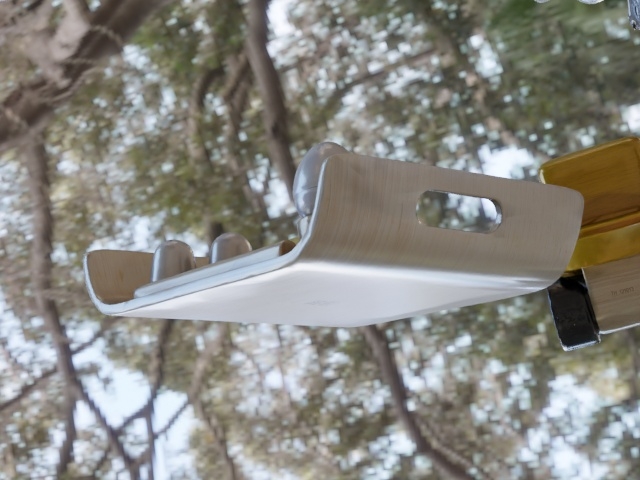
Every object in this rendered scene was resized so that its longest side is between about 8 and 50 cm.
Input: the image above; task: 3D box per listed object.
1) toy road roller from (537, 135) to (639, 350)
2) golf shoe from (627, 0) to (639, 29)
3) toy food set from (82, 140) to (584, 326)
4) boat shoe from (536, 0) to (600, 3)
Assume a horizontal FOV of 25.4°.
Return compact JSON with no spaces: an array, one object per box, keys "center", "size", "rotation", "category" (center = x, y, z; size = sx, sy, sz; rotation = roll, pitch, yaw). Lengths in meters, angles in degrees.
[{"center":[0.391,-0.009,1.856],"size":[0.329,0.202,0.240],"rotation":[-22,-84,-75],"category":"toy road roller"},{"center":[0.464,-0.304,1.910],"size":[0.077,0.094,0.198],"rotation":[-2,-129,-13],"category":"golf shoe"},{"center":[0.000,0.000,1.007],"size":[0.220,0.306,0.092],"rotation":[6,-103,-37],"category":"toy food set"},{"center":[0.307,-0.322,1.666],"size":[0.065,0.206,0.075],"rotation":[-30,-75,-14],"category":"boat shoe"}]
